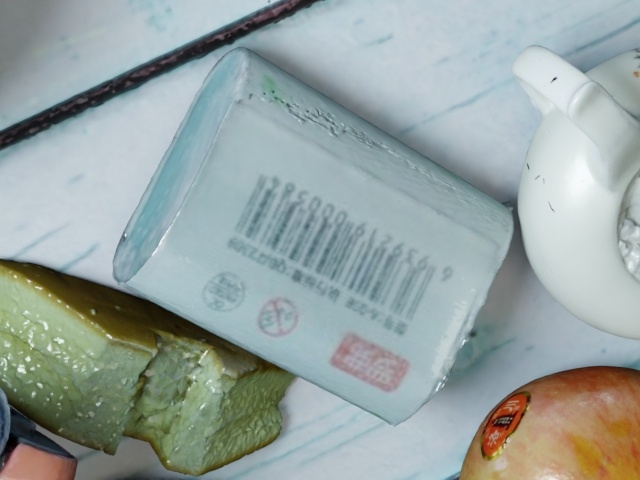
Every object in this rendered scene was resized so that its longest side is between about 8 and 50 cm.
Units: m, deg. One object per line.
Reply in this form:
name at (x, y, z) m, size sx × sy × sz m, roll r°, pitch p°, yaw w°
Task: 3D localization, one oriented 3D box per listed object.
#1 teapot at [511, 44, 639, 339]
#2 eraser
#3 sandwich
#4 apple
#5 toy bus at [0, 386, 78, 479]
teapot at (0.227, -0.035, 1.225) m, size 0.208 × 0.166 × 0.300 m, roll -45°, pitch 128°, yaw 15°
eraser at (0.000, 0.000, 1.188) m, size 0.227 × 0.081 × 0.174 m, roll 29°, pitch 83°, yaw -24°
sandwich at (-0.116, 0.092, 1.188) m, size 0.244 × 0.088 × 0.090 m, roll 18°, pitch 107°, yaw -24°
apple at (0.198, 0.189, 1.290) m, size 0.209 × 0.164 × 0.209 m, roll -6°, pitch 110°, yaw -18°
toy bus at (-0.371, 0.130, 1.017) m, size 0.427 × 0.203 × 0.233 m, roll 21°, pitch 86°, yaw -20°
